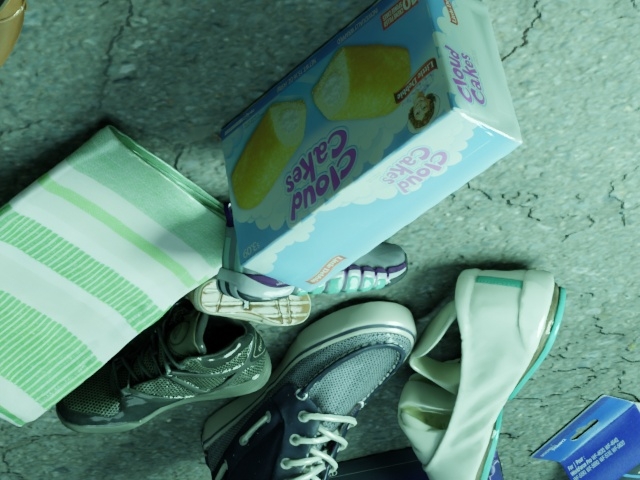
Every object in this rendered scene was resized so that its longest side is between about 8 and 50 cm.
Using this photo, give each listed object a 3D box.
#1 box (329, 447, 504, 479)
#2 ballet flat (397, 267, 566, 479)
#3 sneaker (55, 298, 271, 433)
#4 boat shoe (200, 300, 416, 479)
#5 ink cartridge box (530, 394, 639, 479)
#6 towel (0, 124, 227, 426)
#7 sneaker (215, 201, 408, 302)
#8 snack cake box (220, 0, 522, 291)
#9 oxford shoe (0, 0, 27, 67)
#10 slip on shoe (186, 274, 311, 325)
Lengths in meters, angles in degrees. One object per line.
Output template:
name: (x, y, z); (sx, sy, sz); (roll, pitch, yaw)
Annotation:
box: (0.101, 0.352, 2.300); (0.261, 0.184, 0.103); (-12, 144, 4)
ballet flat: (0.153, 0.158, 2.096); (0.139, 0.139, 0.400); (0, 141, -14)
sneaker: (-0.171, 0.125, 1.981); (0.228, 0.087, 0.130); (-14, 145, 1)
boat shoe: (-0.004, 0.210, 2.081); (0.127, 0.158, 0.340); (14, 140, -31)
ink cartridge box: (0.442, 0.274, 2.381); (0.333, 0.065, 0.165); (11, 142, -26)
towel: (-0.244, 0.045, 1.821); (0.325, 0.038, 0.248); (-36, 140, 15)
sneaker: (0.000, 0.000, 1.849); (0.224, 0.098, 0.083); (-7, -168, -42)
snack cake box: (0.037, -0.089, 1.649); (0.089, 0.152, 0.264); (22, 135, -38)
oxford shoe: (-0.260, -0.194, 1.511); (0.076, 0.076, 0.212); (-22, 158, -43)
slip on shoe: (-0.074, 0.059, 1.947); (0.135, 0.051, 0.041); (3, -175, -32)
